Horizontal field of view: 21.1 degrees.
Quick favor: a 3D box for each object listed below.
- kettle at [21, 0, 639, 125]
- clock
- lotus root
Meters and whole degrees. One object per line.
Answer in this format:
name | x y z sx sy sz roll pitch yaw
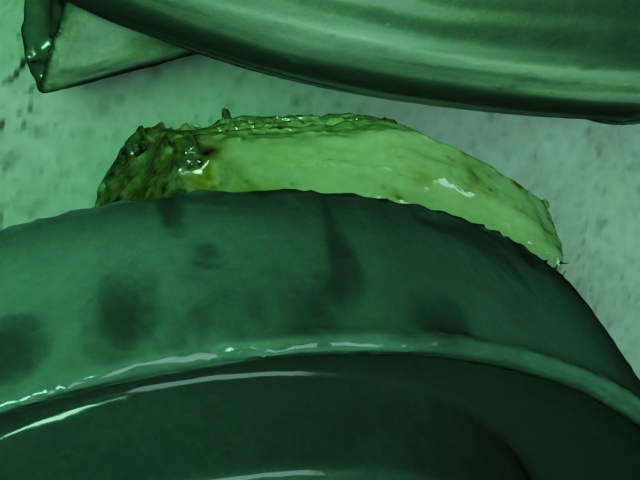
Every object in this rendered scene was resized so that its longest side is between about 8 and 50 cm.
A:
kettle | 0.015 -0.143 0.497 0.271 0.251 0.207 -4 72 -23
clock | -0.045 0.116 0.514 0.325 0.067 0.325 -12 139 -11
lotus root | 0.002 -0.003 0.582 0.144 0.143 0.070 28 72 -23
